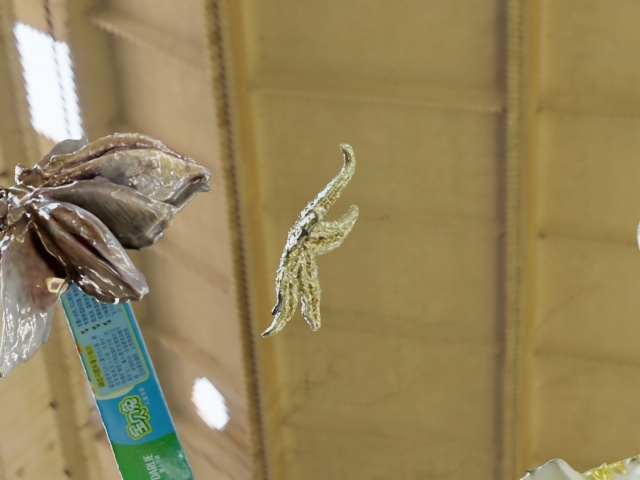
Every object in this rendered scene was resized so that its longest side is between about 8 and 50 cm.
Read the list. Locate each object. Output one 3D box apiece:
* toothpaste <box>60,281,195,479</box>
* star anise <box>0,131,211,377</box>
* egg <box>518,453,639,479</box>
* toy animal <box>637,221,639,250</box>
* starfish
[{"bbox_3d":[-0.144,0.106,1.057,0.065,0.050,0.266,83,-16,-50],"label":"toothpaste"},{"bbox_3d":[-0.189,-0.004,1.022,0.229,0.236,0.093,35,-25,47],"label":"star anise"},{"bbox_3d":[0.356,0.355,1.769,0.206,0.271,0.161,-41,-122,39],"label":"egg"},{"bbox_3d":[0.501,0.011,1.537,0.241,0.196,0.367,-47,-138,16],"label":"toy animal"},{"bbox_3d":[0.000,0.000,1.463,0.053,0.176,0.208,27,-62,18],"label":"starfish"}]
